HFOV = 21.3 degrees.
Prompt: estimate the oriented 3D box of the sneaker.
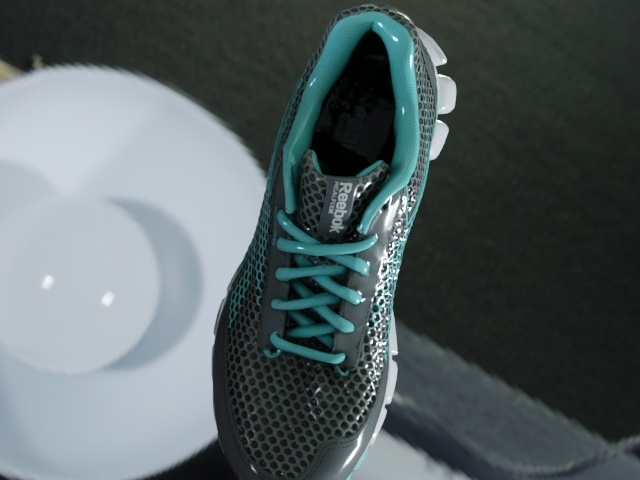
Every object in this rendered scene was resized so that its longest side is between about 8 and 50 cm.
[{"bbox_3d":[0.000,0.000,0.533,0.065,0.076,0.166,10,-100,6],"label":"sneaker"}]
